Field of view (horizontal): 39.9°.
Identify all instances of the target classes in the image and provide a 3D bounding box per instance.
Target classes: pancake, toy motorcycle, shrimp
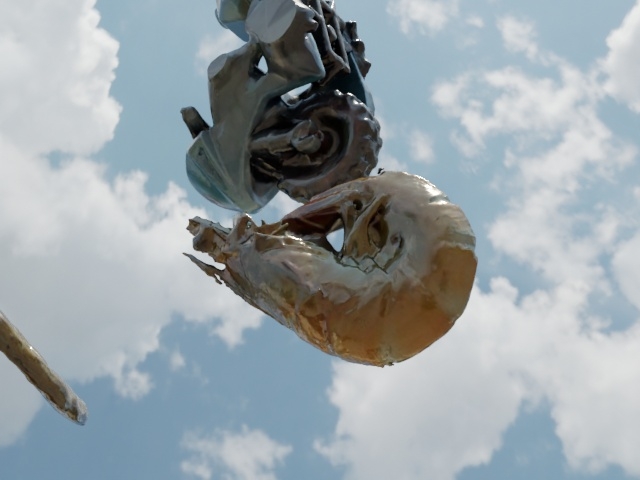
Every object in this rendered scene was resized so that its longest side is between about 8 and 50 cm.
[{"bbox_3d":[-0.369,0.109,1.031,0.033,0.288,0.286,-41,-96,-18],"label":"pancake"},{"bbox_3d":[-0.066,-0.196,1.018,0.232,0.415,0.172,-26,-31,24],"label":"toy motorcycle"},{"bbox_3d":[0.000,0.000,0.690,0.063,0.287,0.152,37,-101,-49],"label":"shrimp"}]
